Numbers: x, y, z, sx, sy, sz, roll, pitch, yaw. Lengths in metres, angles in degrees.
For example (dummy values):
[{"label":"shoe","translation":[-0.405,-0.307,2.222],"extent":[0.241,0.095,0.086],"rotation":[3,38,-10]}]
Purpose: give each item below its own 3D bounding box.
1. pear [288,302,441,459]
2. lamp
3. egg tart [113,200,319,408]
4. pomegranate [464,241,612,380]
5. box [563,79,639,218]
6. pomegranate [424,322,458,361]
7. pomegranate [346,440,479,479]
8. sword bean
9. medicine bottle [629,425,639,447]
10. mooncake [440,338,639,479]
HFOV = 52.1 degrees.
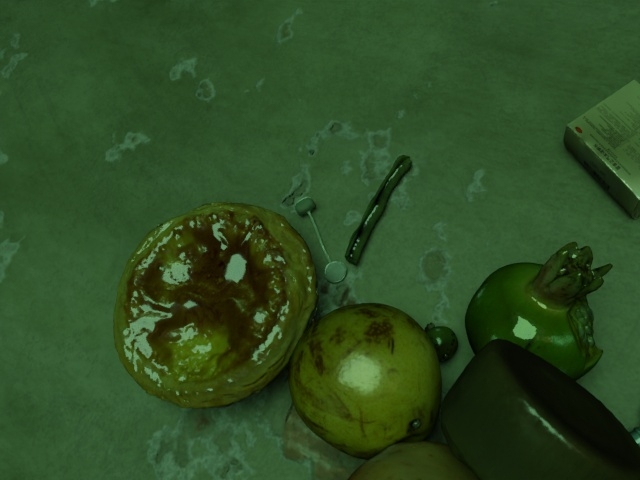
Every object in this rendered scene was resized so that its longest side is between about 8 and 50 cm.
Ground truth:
[{"label":"pear","translation":[0.083,0.249,1.169],"extent":[0.280,0.281,0.281],"rotation":[-6,68,14]},{"label":"lamp","translation":[0.000,0.000,1.412],"extent":[0.050,0.056,0.198],"rotation":[-26,67,2]},{"label":"egg tart","translation":[-0.206,0.129,1.352],"extent":[0.443,0.178,0.443],"rotation":[-6,66,13]},{"label":"pomegranate","translation":[0.374,0.121,1.118],"extent":[0.235,0.302,0.236],"rotation":[2,50,-3]},{"label":"box","translation":[0.609,-0.177,1.273],"extent":[0.168,0.095,0.212],"rotation":[-33,63,1]},{"label":"pomegranate","translation":[0.221,0.195,1.259],"extent":[0.084,0.073,0.073],"rotation":[23,76,41]},{"label":"pomegranate","translation":[0.184,0.501,0.974],"extent":[0.411,0.411,0.412],"rotation":[-6,68,14]},{"label":"sword bean","translation":[0.123,-0.071,1.409],"extent":[0.043,0.038,0.269],"rotation":[23,76,29]},{"label":"medicine bottle","translation":[0.602,0.302,1.108],"extent":[0.208,0.054,0.090],"rotation":[-33,64,6]},{"label":"mooncake","translation":[0.311,0.284,0.938],"extent":[0.284,0.284,0.156],"rotation":[41,107,26]}]
